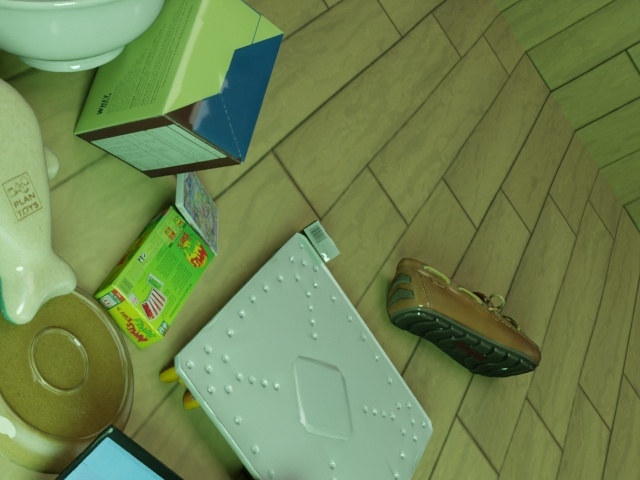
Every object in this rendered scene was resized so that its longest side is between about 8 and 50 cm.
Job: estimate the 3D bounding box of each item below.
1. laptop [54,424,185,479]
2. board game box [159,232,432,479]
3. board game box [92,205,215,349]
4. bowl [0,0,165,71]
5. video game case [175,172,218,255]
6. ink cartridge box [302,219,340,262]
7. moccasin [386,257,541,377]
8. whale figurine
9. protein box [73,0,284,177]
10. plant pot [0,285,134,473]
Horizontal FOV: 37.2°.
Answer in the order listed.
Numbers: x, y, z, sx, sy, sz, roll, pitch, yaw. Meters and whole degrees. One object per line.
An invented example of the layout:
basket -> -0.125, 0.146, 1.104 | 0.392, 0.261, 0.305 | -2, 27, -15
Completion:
laptop -> -0.201, 0.363, 0.905 | 0.234, 0.137, 0.264 | 45, 36, -23
board game box -> -0.013, 0.230, 1.346 | 0.390, 0.050, 0.390 | 56, 32, -9
board game box -> -0.210, 0.044, 1.220 | 0.092, 0.043, 0.181 | 50, 34, -18
bowl -> -0.320, -0.303, 1.186 | 0.297, 0.298, 0.134 | -73, 168, -49
video game case -> -0.170, -0.046, 1.325 | 0.122, 0.011, 0.087 | 62, 20, -49
ink cartridge box -> 0.000, 0.000, 1.502 | 0.062, 0.029, 0.115 | 56, -1, -2
moccasin -> 0.269, 0.146, 1.737 | 0.380, 0.139, 0.146 | 27, 54, -29
whale figurine -> -0.365, -0.043, 1.001 | 0.216, 0.141, 0.272 | -47, 118, -55
protein box -> -0.185, -0.205, 1.244 | 0.136, 0.201, 0.199 | 31, 66, -40
plant pot -> -0.293, 0.136, 1.047 | 0.236, 0.032, 0.236 | 34, 42, -37
